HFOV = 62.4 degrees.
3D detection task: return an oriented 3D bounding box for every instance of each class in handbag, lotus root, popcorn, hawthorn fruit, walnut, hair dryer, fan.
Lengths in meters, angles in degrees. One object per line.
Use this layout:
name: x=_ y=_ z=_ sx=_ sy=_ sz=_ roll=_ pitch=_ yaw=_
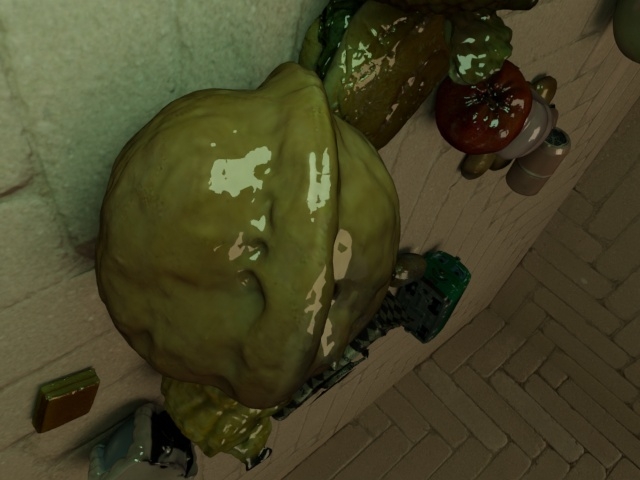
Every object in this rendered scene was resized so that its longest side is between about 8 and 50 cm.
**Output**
handbag: x=0.041 y=0.307 z=1.496 sx=0.416 sy=0.180 sz=0.317 roll=-45 pitch=159 yaw=16
lotus root: x=0.241 y=0.090 z=1.564 sx=0.192 sy=0.088 sz=0.113 roll=-10 pitch=144 yaw=-52
popcorn: x=-0.163 y=0.269 z=1.024 sx=0.293 sy=0.237 sz=0.292 roll=-32 pitch=149 yaw=-22
hawthorn fruit: x=0.318 y=-0.254 z=1.046 sx=0.185 sy=0.185 sz=0.202 roll=-45 pitch=170 yaw=0
walnut: x=-0.085 y=0.003 z=0.636 sx=0.384 sy=0.383 sz=0.383 roll=-36 pitch=154 yaw=-20
hair dryer: x=0.637 y=-0.302 z=1.502 sx=0.189 sy=0.107 sz=0.344 roll=103 pitch=13 yaw=-54
fan: x=0.003 y=0.442 z=1.516 sx=0.182 sy=0.010 sz=0.310 roll=-27 pitch=163 yaw=-39

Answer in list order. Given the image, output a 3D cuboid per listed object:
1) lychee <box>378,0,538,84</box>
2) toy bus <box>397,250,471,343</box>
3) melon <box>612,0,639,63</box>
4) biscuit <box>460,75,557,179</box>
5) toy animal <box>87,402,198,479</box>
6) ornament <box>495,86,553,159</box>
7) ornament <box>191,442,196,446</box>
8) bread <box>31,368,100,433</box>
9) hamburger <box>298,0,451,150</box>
lychee: x=0.124 y=-0.331 z=0.481 sx=0.320 sy=0.270 sz=0.270 roll=26 pitch=109 yaw=-37
toy bus: x=0.389 y=0.190 z=1.834 sx=0.199 sy=0.183 sz=0.343 roll=-36 pitch=155 yaw=-26
melon: x=0.872 y=-0.588 z=1.278 sx=0.269 sy=0.268 sz=0.330 roll=-25 pitch=141 yaw=-38
biscuit: x=0.503 y=-0.294 z=1.405 sx=0.237 sy=0.062 sz=0.290 roll=-21 pitch=145 yaw=-43
toy animal: x=-0.370 y=0.446 z=1.076 sx=0.204 sy=0.156 sz=0.208 roll=-40 pitch=139 yaw=-4
ornament: x=0.419 y=-0.265 z=1.184 sx=0.178 sy=0.177 sz=0.177 roll=-36 pitch=154 yaw=-20
ornament: x=-0.294 y=0.459 z=1.317 sx=0.156 sy=0.081 sz=0.075 roll=-45 pitch=-170 yaw=7
bread: x=-0.413 y=0.260 z=0.858 sx=0.090 sy=0.035 sz=0.094 roll=-13 pitch=141 yaw=-49
hamburger: x=0.097 y=-0.251 z=0.745 sx=0.285 sy=0.134 sz=0.265 roll=-47 pitch=154 yaw=9
